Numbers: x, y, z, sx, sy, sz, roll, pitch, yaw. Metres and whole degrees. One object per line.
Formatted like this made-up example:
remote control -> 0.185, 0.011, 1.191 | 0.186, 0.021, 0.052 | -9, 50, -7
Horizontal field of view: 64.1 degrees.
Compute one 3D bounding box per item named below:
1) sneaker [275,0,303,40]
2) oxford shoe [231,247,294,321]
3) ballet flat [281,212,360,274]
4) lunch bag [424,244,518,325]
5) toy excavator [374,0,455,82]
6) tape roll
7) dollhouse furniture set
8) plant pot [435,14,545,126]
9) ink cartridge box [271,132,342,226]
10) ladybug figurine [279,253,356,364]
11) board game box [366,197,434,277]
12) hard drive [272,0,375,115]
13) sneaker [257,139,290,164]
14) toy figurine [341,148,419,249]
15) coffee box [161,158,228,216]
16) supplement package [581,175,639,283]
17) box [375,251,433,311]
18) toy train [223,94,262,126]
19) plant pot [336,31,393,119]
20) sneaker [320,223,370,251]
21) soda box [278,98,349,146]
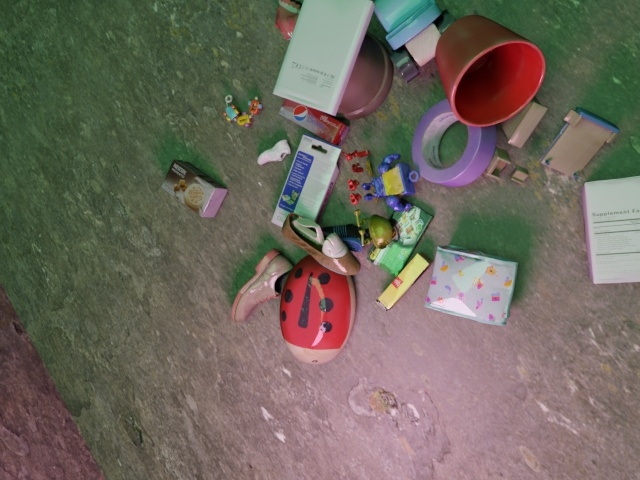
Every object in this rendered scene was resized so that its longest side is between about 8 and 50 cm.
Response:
sneaker -> -0.076, -0.800, 1.904 | 0.314, 0.115, 0.136 | 52, 127, 42
oxford shoe -> -0.234, 0.205, 2.028 | 0.130, 0.123, 0.348 | 37, 107, 13
ballet flat -> 0.000, 0.000, 1.842 | 0.342, 0.116, 0.124 | 34, 144, 23
lunch bag -> 0.503, 0.144, 1.680 | 0.262, 0.160, 0.224 | 13, 97, 28
toy excavator -> 0.260, -0.801, 1.697 | 0.222, 0.433, 0.445 | -31, 108, 22
tape roll -> 0.430, -0.318, 1.667 | 0.274, 0.090, 0.275 | -10, 77, 49
dollhouse furniture set -> 0.715, -0.315, 1.621 | 0.303, 0.198, 0.287 | 20, 126, -9
plant pot -> 0.469, -0.512, 1.492 | 0.274, 0.275, 0.243 | -36, 45, 21
ink cartridge box -> -0.048, -0.205, 1.959 | 0.175, 0.069, 0.371 | 26, 104, 21
ladybug figurine -> -0.026, 0.254, 1.913 | 0.304, 0.162, 0.450 | 7, 95, 24
board game box -> 0.285, -0.008, 1.840 | 0.136, 0.030, 0.260 | 34, 104, 17
hard drive -> 0.006, -0.603, 1.626 | 0.232, 0.047, 0.353 | 25, 102, 22
sneaker -> -0.184, -0.336, 2.021 | 0.152, 0.053, 0.061 | -30, 83, 21
toy figurine -> 0.235, -0.168, 1.740 | 0.217, 0.191, 0.363 | -16, 80, 31
coffee box -> -0.531, -0.220, 2.152 | 0.246, 0.098, 0.141 | 35, 105, 19
supplement package -> 0.875, -0.031, 1.497 | 0.175, 0.177, 0.293 | -5, 89, 24
box -> 0.297, 0.146, 1.809 | 0.058, 0.087, 0.232 | 44, 109, 16
toy train -> -0.313, -0.529, 2.076 | 0.166, 0.046, 0.125 | 17, 98, 19
plant pot -> 0.060, -0.605, 1.781 | 0.322, 0.280, 0.324 | 1, 92, 25
sneaker -> 0.085, -0.021, 1.906 | 0.232, 0.081, 0.090 | 15, 53, 38
soda box -> -0.024, -0.453, 1.924 | 0.263, 0.092, 0.084 | 32, 103, 20
